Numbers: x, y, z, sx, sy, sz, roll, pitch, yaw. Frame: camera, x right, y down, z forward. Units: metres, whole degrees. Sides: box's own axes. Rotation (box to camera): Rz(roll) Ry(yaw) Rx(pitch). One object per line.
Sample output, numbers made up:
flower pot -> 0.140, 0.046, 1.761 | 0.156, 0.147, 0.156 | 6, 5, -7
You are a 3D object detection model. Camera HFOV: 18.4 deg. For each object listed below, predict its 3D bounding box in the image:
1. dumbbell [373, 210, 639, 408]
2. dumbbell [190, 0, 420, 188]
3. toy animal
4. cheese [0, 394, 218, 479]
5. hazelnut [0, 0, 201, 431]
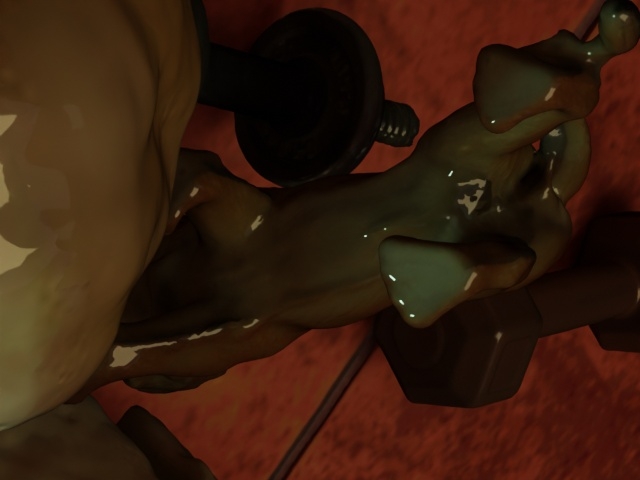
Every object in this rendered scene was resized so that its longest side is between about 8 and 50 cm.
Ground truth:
dumbbell -> 0.130, 0.035, 1.095 | 0.231, 0.082, 0.092 | -9, 125, -45
dumbbell -> -0.040, -0.068, 0.815 | 0.254, 0.081, 0.082 | 11, 111, -51
toy animal -> 0.000, 0.000, 0.790 | 0.312, 0.097, 0.157 | -17, 173, 18
cheese -> -0.132, 0.212, 0.851 | 0.292, 0.153, 0.332 | -33, 150, -18
hazelnut -> -0.155, -0.060, 0.592 | 0.261, 0.261, 0.241 | -9, 155, -45
